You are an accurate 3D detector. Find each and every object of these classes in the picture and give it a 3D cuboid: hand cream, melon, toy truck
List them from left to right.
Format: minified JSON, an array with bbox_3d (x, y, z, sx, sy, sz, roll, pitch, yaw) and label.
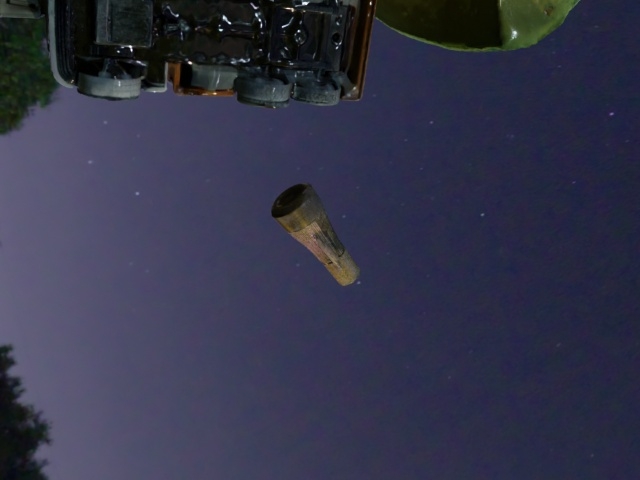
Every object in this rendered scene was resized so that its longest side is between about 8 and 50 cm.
[{"bbox_3d":[-0.130,-0.213,0.658,0.184,0.339,0.132,40,-52,54],"label":"toy truck"},{"bbox_3d":[0.000,0.000,1.167,0.084,0.084,0.203,-1,-47,48],"label":"hand cream"},{"bbox_3d":[0.132,-0.313,0.764,0.323,0.196,0.124,29,-21,42],"label":"melon"}]

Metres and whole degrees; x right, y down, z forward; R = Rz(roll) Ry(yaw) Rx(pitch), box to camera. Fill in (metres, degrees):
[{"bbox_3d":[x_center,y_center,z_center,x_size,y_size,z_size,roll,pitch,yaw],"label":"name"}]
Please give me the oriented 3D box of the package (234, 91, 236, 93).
[{"bbox_3d":[-0.189,-0.389,1.276,0.040,0.166,0.231,31,-67,43],"label":"package"}]
